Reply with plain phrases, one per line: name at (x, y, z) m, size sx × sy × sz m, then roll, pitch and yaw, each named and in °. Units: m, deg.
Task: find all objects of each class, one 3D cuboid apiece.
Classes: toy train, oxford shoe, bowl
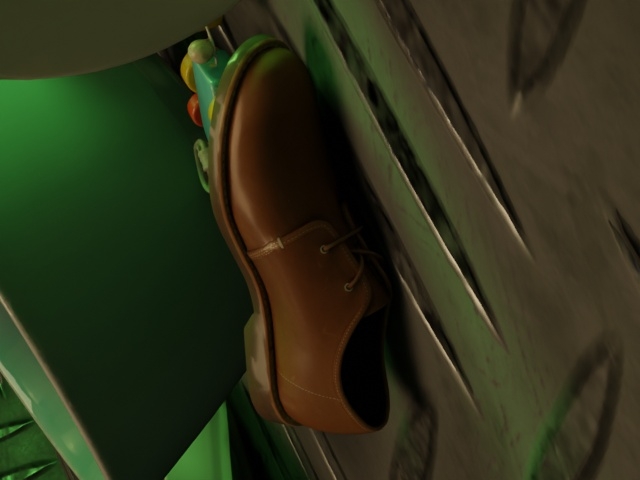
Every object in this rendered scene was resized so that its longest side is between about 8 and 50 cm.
toy train at (-0.059, -0.112, 1.039) m, size 0.125 × 0.046 × 0.166 m, roll 159°, pitch 92°, yaw -78°
oxford shoe at (0.000, 0.000, 0.968) m, size 0.076 × 0.076 × 0.212 m, roll 12°, pitch 126°, yaw 37°
bowl at (-0.136, -0.006, 1.176) m, size 0.311 × 0.163 × 0.311 m, roll 53°, pitch 167°, yaw 18°

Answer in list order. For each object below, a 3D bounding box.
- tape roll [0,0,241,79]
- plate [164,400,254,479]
tape roll at (-0.124, -0.187, 0.746) m, size 0.169 × 0.246 × 0.246 m, roll -150°, pitch 40°, yaw -69°
plate at (-0.062, 0.245, 1.465) m, size 0.278 × 0.045 × 0.277 m, roll -100°, pitch -3°, yaw -62°
